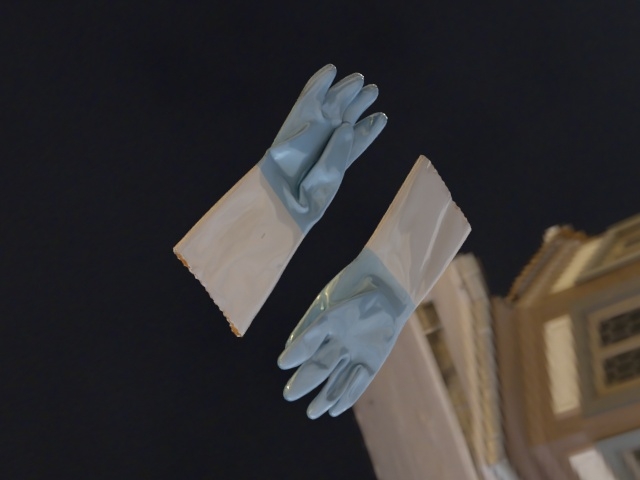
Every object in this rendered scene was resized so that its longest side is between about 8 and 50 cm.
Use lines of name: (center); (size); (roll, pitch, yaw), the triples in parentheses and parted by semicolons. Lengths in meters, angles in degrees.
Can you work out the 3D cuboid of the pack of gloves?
pack of gloves: (0.000, 0.000, 1.000); (0.195, 0.046, 0.232); (54, -127, -26)
